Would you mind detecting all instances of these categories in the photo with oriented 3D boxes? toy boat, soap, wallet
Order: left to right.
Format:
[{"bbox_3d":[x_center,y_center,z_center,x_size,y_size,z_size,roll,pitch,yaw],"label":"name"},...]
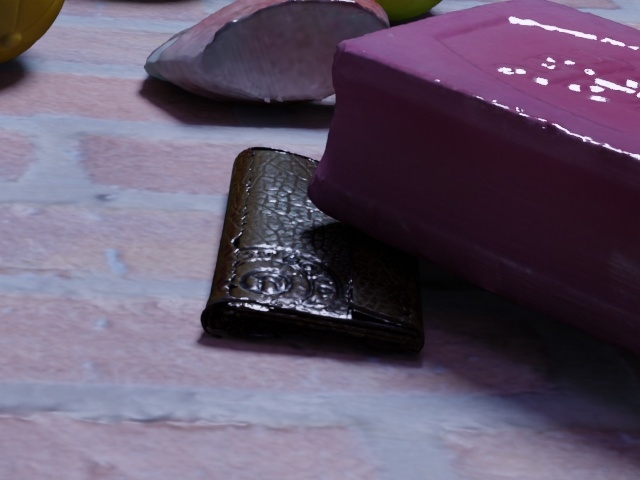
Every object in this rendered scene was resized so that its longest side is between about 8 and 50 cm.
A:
[{"bbox_3d":[-0.057,-0.175,1.476,0.206,0.096,0.282,-13,17,-9],"label":"toy boat"},{"bbox_3d":[0.000,0.000,1.115,0.133,0.039,0.243,9,25,-2],"label":"wallet"},{"bbox_3d":[0.201,-0.034,1.067,0.360,0.128,0.233,25,29,34],"label":"soap"}]

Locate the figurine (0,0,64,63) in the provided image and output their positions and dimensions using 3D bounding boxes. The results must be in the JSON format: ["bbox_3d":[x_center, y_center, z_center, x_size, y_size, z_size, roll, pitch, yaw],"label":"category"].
[{"bbox_3d":[-0.311,-0.236,1.416,0.192,0.167,0.257,-32,40,-21],"label":"figurine"}]

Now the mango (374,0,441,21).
[{"bbox_3d":[0.042,-0.299,1.682,0.192,0.156,0.343,14,13,-10],"label":"mango"}]
